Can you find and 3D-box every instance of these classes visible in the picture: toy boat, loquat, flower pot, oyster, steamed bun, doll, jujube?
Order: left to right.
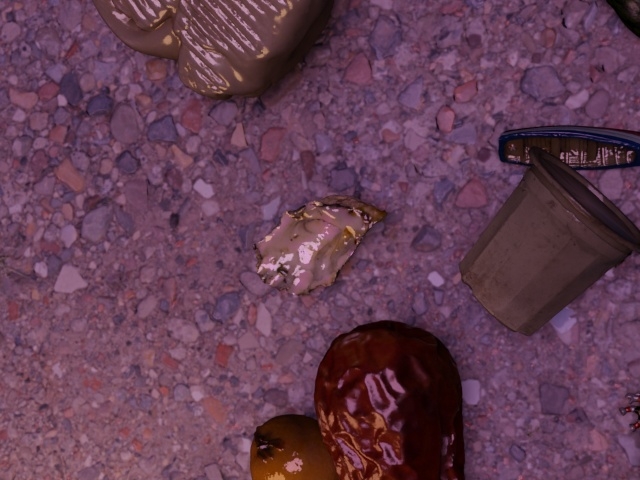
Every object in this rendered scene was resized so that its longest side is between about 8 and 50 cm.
[{"bbox_3d":[-0.124,-0.407,1.578,0.342,0.255,0.367,49,128,-5],"label":"steamed bun"},{"bbox_3d":[-0.035,0.320,1.571,0.141,0.141,0.141,-1,86,14],"label":"loquat"},{"bbox_3d":[-0.009,-0.003,1.622,0.133,0.072,0.209,40,116,7],"label":"oyster"},{"bbox_3d":[0.107,0.286,1.504,0.216,0.216,0.342,-9,94,14],"label":"jujube"},{"bbox_3d":[0.304,0.007,1.484,0.212,0.212,0.202,47,113,12],"label":"flower pot"},{"bbox_3d":[0.368,-0.134,1.533,0.229,0.080,0.046,2,53,15],"label":"toy boat"},{"bbox_3d":[0.472,0.222,1.496,0.114,0.039,0.057,-34,51,10],"label":"doll"}]

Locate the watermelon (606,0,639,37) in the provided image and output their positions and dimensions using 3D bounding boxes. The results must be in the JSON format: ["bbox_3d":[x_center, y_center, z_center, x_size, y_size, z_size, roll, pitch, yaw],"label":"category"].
[{"bbox_3d":[0.539,-0.321,1.495,0.303,0.159,0.128,0,125,15],"label":"watermelon"}]
